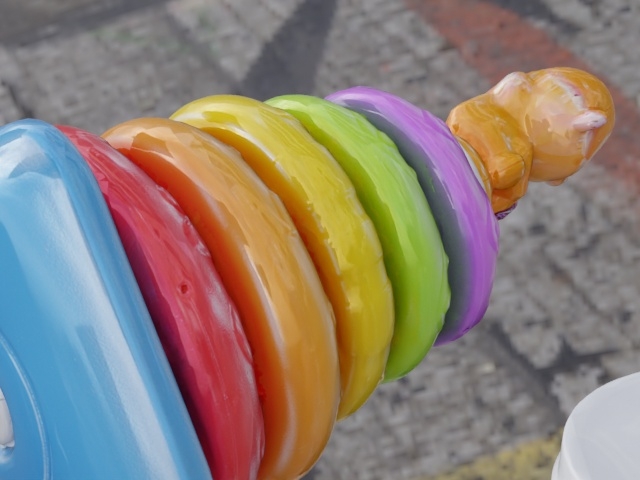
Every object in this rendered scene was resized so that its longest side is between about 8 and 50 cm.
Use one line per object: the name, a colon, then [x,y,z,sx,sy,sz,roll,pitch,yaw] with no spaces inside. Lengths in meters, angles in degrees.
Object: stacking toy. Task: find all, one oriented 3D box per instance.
stacking toy: [0.000,0.000,0.709,0.302,0.166,0.175,-25,8,-32]

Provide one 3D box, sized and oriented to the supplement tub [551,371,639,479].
supplement tub: [0.221,0.263,1.069,0.241,0.331,0.241,2,26,-1]
